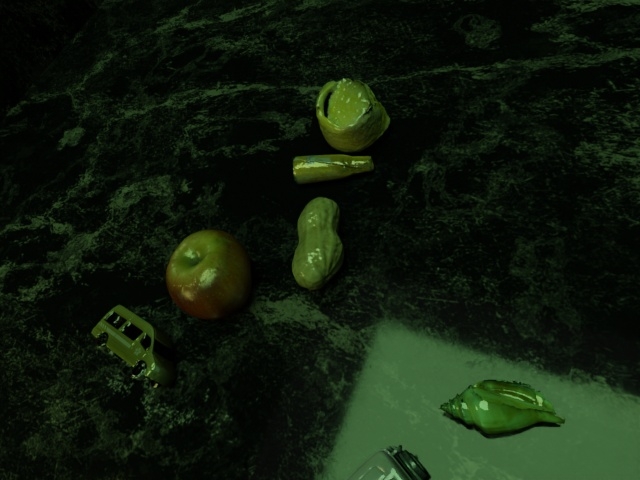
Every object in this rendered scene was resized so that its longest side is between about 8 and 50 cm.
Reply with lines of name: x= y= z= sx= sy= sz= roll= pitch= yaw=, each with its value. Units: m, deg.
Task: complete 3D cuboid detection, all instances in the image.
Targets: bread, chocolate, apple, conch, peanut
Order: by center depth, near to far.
conch: x=0.320 y=0.298 z=0.791 sx=0.201 sy=0.079 sz=0.094 roll=-5 pitch=45 yaw=-2
peanut: x=0.000 y=0.000 z=1.066 sx=0.124 sy=0.123 sz=0.256 roll=-4 pitch=56 yaw=19
apple: x=-0.268 y=0.086 z=1.084 sx=0.211 sy=0.173 sz=0.234 roll=-15 pitch=48 yaw=17
chocolate: x=0.036 y=-0.203 z=1.196 sx=0.220 sy=0.085 sz=0.085 roll=-4 pitch=60 yaw=14
bread: x=0.086 y=-0.345 z=1.203 sx=0.197 sy=0.170 sz=0.197 roll=-5 pitch=72 yaw=15

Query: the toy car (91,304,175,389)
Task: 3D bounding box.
toy car: x=-0.448 y=0.260 z=1.087 sx=0.257 sy=0.101 sz=0.124 roll=21 pitch=67 yaw=31

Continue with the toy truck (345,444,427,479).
toy truck: x=0.178 y=0.497 z=0.669 sx=0.176 sy=0.178 sz=0.363 roll=-41 pitch=53 yaw=-5
